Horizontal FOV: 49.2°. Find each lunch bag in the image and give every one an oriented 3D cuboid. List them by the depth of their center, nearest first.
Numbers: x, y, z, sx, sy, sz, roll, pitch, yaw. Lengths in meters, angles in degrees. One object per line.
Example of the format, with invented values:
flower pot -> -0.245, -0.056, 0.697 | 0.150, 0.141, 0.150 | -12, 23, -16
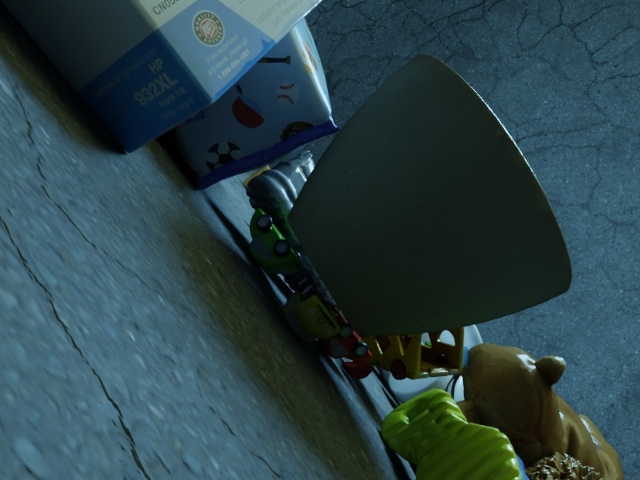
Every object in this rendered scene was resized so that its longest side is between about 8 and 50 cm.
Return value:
lunch bag -> -0.126, -0.262, 1.013 | 0.385, 0.239, 0.328 | -74, 143, -78

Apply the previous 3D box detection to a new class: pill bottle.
pill bottle -> 0.261, 0.342, 1.370 | 0.278, 0.162, 0.162 | 53, 1, -22

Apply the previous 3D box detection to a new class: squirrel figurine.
squirrel figurine -> 0.348, 0.349, 1.090 | 0.397, 0.281, 0.370 | -106, 173, -57

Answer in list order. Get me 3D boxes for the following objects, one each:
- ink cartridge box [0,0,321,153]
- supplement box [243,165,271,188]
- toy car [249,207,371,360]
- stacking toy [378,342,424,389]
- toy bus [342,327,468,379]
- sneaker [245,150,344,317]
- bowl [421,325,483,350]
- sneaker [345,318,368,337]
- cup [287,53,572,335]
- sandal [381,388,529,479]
ink cartridge box -> -0.170, -0.271, 0.604 | 0.307, 0.129, 0.223 | 53, 46, -20
supplement box -> -0.085, -0.063, 1.648 | 0.233, 0.080, 0.078 | 52, 1, 18
toy car -> -0.032, 0.056, 0.891 | 0.225, 0.053, 0.239 | 53, 1, 22
stacking toy -> 0.154, 0.093, 1.481 | 0.350, 0.350, 0.480 | -23, 99, -89
toy bus -> 0.120, 0.140, 1.045 | 0.191, 0.202, 0.104 | -15, 109, -78
sneaker -> 0.000, 0.000, 1.020 | 0.105, 0.115, 0.281 | 20, -37, 42
bowl -> 0.232, 0.268, 1.627 | 0.298, 0.134, 0.298 | 28, -55, 49
sneaker -> 0.032, 0.092, 1.316 | 0.279, 0.107, 0.118 | 49, 16, -4
cup -> 0.102, -0.017, 0.846 | 0.331, 0.237, 0.331 | 58, 0, -1
sandal -> 0.165, 0.274, 0.776 | 0.138, 0.126, 0.317 | 57, 2, -7
